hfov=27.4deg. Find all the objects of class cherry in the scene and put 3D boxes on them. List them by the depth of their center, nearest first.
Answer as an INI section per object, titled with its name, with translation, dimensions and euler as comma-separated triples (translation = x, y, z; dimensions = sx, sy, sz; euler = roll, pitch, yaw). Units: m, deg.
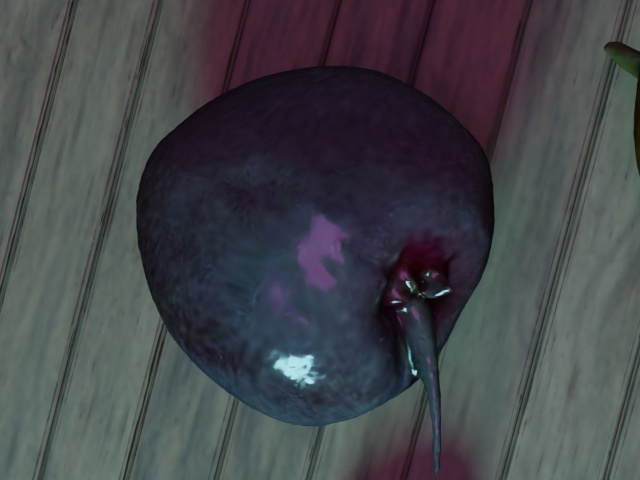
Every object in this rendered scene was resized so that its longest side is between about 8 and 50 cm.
[cherry]
translation = 0.000, 0.000, 0.793
dimensions = 0.266, 0.183, 0.213
euler = 30, 81, 25

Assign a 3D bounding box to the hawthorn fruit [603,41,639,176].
[hawthorn fruit]
translation = 0.267, -0.062, 0.744
dimensions = 0.251, 0.199, 0.199
euler = 36, 97, 27
